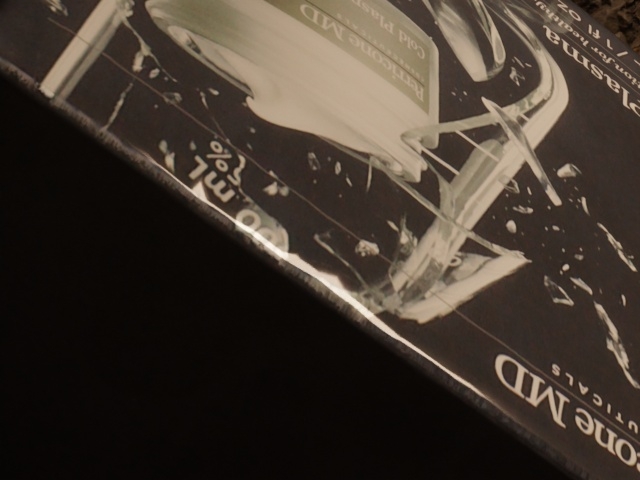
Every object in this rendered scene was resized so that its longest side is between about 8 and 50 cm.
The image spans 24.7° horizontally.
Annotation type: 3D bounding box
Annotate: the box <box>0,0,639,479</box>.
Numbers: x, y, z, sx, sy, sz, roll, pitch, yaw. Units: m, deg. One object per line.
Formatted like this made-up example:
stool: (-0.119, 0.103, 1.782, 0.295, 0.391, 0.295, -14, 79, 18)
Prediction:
box: (0.000, 0.000, 0.922, 0.297, 0.480, 0.472, -46, -165, 35)
